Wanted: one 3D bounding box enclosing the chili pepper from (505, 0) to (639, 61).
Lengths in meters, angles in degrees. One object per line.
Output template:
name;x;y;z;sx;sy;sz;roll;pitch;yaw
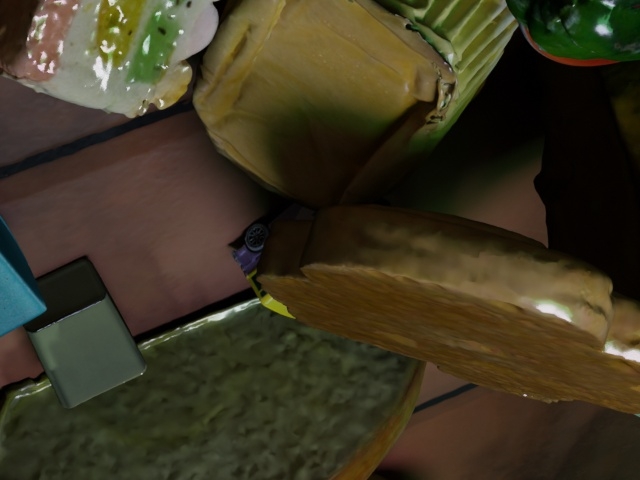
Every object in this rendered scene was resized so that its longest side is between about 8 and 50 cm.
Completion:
chili pepper;0.202;-0.134;0.862;0.253;0.083;0.099;-16;137;-29

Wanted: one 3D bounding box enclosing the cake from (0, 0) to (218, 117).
cake;-0.075;-0.155;0.816;0.109;0.090;0.225;12;129;-44

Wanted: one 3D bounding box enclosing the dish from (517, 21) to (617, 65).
dish;0.179;-0.219;0.907;0.256;0.117;0.256;-21;148;-14

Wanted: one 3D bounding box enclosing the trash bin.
trash bin;-0.153;0.056;1.106;0.061;0.043;0.092;-25;146;-8

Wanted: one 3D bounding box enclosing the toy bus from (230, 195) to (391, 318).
toy bus;0.000;0.000;1.133;0.102;0.058;0.052;-39;149;16

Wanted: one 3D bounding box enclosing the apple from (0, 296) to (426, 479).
apple;-0.072;0.134;1.206;0.346;0.254;0.179;-22;108;-13

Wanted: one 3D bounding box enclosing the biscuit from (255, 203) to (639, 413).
biscuit;0.101;0.043;0.999;0.376;0.269;0.051;55;52;-74

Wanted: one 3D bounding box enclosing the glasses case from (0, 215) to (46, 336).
glasses case;-0.310;0.062;0.958;0.301;0.070;0.117;-28;143;0

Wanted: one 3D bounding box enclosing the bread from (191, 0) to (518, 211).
bread;0.020;-0.103;0.905;0.114;0.132;0.190;-52;-177;-29

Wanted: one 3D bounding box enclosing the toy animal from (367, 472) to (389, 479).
toy animal;0.005;0.289;1.442;0.338;0.191;0.216;21;84;-63

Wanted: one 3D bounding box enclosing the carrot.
carrot;0.289;-0.074;1.098;0.340;0.241;0.241;-25;149;-5

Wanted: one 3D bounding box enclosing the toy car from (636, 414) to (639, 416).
toy car;0.279;0.099;1.519;0.055;0.069;0.142;12;149;11
